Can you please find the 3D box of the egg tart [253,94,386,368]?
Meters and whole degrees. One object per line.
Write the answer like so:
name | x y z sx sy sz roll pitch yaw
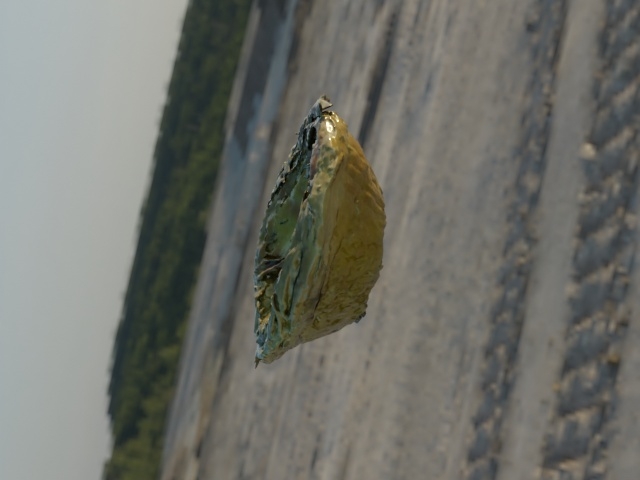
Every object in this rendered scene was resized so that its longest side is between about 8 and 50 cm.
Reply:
egg tart | 0.000 0.000 1.317 0.232 0.098 0.252 -112 35 -67
